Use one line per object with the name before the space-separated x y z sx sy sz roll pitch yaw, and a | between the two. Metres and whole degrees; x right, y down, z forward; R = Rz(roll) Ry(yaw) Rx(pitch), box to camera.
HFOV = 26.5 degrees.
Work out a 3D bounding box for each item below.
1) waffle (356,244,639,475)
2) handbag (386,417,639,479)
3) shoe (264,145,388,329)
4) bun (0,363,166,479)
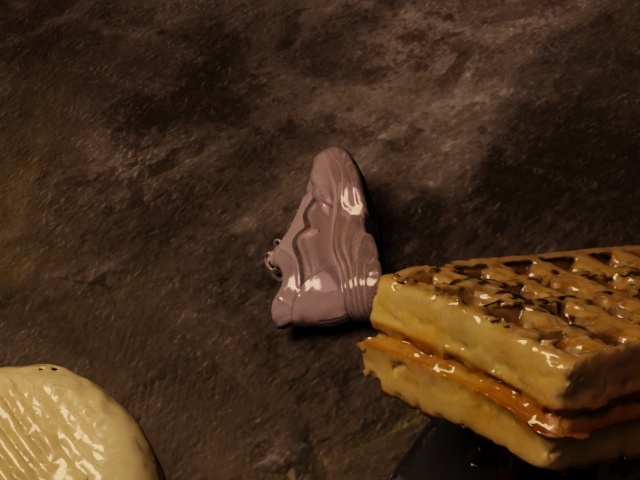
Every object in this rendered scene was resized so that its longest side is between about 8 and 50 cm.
waffle | 0.255 0.095 1.207 0.376 0.114 0.261 -5 19 -37
handbag | 0.166 0.289 1.169 0.303 0.122 0.329 17 56 44
shoe | 0.000 0.000 1.561 0.137 0.095 0.245 -14 51 4
bun | -0.313 0.299 1.298 0.359 0.211 0.360 3 49 -3
